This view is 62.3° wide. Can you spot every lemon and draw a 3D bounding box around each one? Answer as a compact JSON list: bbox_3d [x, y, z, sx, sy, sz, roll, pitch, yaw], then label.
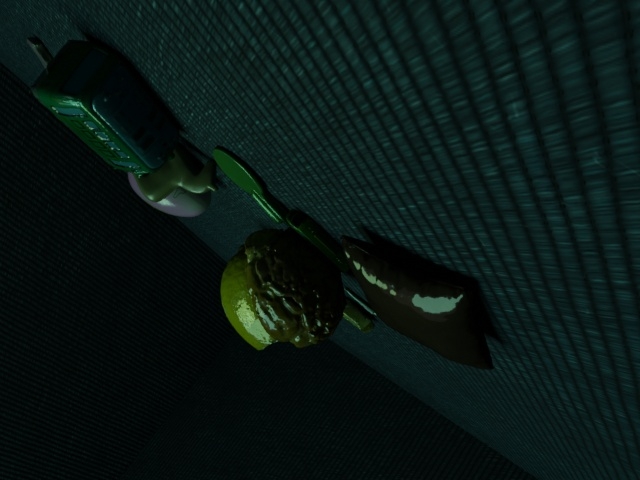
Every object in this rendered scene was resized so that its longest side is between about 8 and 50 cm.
[{"bbox_3d":[-0.181,0.165,1.806,0.364,0.364,0.364,36,168,9],"label":"lemon"}]

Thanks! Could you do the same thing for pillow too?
[{"bbox_3d":[0.199,0.132,1.092,0.307,0.108,0.305,25,158,38],"label":"pillow"}]

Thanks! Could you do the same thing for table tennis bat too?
[{"bbox_3d":[-0.177,-0.140,1.346,0.257,0.039,0.160,48,165,-18],"label":"table tennis bat"}]

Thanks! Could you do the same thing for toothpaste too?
[{"bbox_3d":[0.132,0.201,1.730,0.140,0.021,0.037,37,169,12],"label":"toothpaste"}]

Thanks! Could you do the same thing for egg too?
[{"bbox_3d":[-0.464,-0.182,1.639,0.271,0.196,0.196,33,167,12],"label":"egg"}]

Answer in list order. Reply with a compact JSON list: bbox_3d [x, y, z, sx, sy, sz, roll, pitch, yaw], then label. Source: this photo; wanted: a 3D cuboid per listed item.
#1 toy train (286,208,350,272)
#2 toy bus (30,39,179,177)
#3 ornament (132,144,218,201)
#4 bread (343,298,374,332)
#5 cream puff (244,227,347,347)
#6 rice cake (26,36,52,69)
[{"bbox_3d":[0.000,0.000,1.317,0.209,0.044,0.042,43,167,-22],"label":"toy train"},{"bbox_3d":[-0.503,-0.311,1.312,0.199,0.184,0.343,18,161,26],"label":"toy bus"},{"bbox_3d":[-0.410,-0.195,1.490,0.245,0.230,0.061,58,-168,10],"label":"ornament"},{"bbox_3d":[0.126,0.269,1.896,0.156,0.064,0.117,35,172,11],"label":"bread"},{"bbox_3d":[-0.058,0.113,1.431,0.327,0.231,0.343,44,-155,-71],"label":"cream puff"},{"bbox_3d":[-0.906,-0.603,1.733,0.047,0.036,0.206,30,169,-8],"label":"rice cake"}]
